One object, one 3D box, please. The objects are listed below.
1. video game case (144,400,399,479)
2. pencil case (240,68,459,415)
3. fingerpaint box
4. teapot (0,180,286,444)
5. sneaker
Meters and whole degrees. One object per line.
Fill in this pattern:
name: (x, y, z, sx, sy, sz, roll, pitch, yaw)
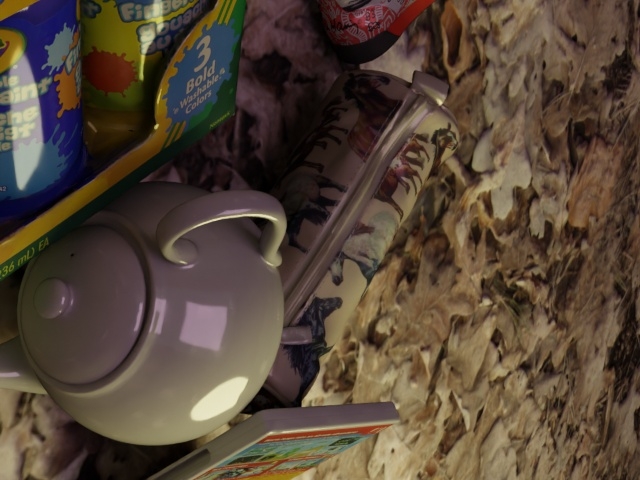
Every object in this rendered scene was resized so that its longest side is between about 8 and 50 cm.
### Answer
video game case: (-0.084, 0.233, 1.108, 0.204, 0.285, 0.025, 7, 56, -51)
pencil case: (0.000, 0.000, 1.182, 0.160, 0.183, 0.410, 38, 69, -18)
fingerpaint box: (-0.238, -0.154, 0.756, 0.445, 0.163, 0.371, -41, 156, -36)
teapot: (-0.164, 0.055, 0.944, 0.187, 0.252, 0.256, 19, 91, -58)
sneaker: (0.087, -0.340, 1.265, 0.270, 0.090, 0.145, -51, 137, -25)
